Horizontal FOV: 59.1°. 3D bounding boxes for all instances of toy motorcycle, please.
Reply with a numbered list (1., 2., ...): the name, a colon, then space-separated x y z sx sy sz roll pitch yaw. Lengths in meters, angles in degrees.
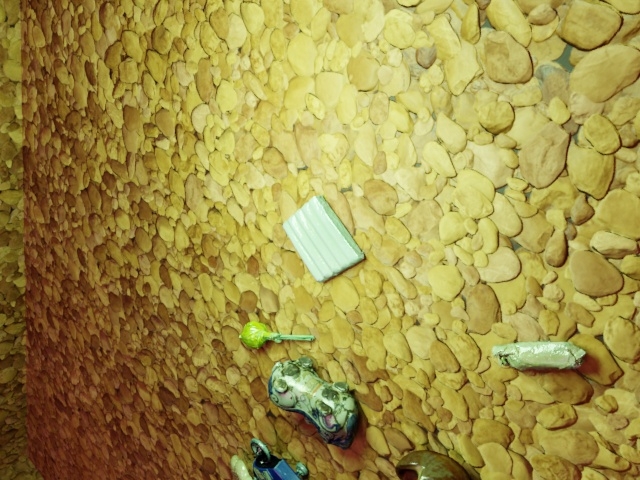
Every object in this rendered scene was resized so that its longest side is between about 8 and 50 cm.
1. toy motorcycle: -0.121 0.754 1.765 0.315 0.113 0.169 46 140 10

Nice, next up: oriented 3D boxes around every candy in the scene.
1. candy: -0.125 0.281 1.645 0.262 0.073 0.077 -5 120 35

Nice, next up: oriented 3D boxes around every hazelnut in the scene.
1. hazelnut: 0.267 0.589 1.329 0.202 0.161 0.170 18 117 30

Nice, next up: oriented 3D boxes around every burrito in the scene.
1. burrito: 0.438 0.233 1.135 0.188 0.045 0.058 -12 103 41

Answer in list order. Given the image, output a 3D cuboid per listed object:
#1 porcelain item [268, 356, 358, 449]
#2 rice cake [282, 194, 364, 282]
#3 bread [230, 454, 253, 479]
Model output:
1. porcelain item: -0.017 0.451 1.566 0.288 0.138 0.186 23 136 29
2. rice cake: 0.000 0.000 1.447 0.189 0.037 0.198 -35 81 42
3. bread: -0.253 0.811 1.881 0.181 0.039 0.251 67 158 -4
